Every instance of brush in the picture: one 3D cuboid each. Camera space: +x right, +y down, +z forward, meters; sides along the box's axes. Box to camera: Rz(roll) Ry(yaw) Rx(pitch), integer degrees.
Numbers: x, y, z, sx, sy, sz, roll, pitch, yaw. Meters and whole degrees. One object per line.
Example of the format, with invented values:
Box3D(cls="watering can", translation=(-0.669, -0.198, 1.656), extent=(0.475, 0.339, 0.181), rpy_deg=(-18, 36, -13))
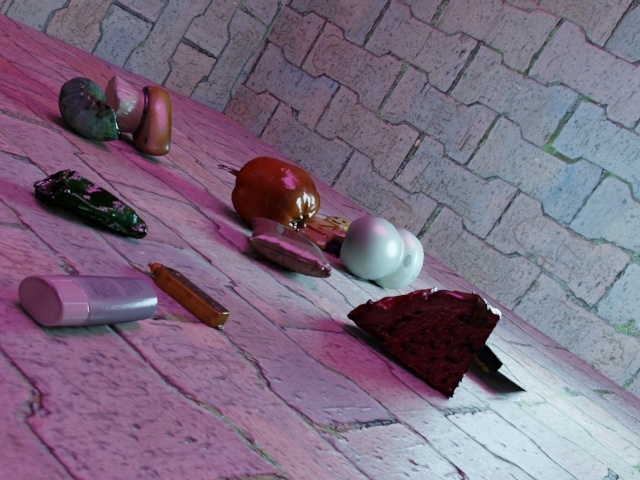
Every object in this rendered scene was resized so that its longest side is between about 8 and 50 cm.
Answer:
Box3D(cls="brush", translation=(-0.520, -0.341, 2.242), extent=(0.166, 0.174, 0.267), rpy_deg=(10, 36, -32))

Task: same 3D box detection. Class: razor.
Box3D(cls="razor", translation=(-0.002, 0.002, 2.443), extent=(0.154, 0.044, 0.028), rpy_deg=(34, 36, 27))

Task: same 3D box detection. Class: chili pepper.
Box3D(cls="chili pepper", translation=(-0.405, -0.059, 1.414), extent=(0.216, 0.062, 0.108), rpy_deg=(27, 17, -26))

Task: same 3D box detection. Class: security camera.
Box3D(cls="security camera", translation=(0.167, 0.031, 2.330), extent=(0.236, 0.194, 0.194), rpy_deg=(21, 14, -45))

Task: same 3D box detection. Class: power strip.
Box3D(cls="power strip", translation=(-0.224, 0.087, 1.319), extent=(0.178, 0.028, 0.049), rpy_deg=(34, 11, 21))

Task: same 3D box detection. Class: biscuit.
Box3D(cls="biscuit", translation=(0.013, -0.036, 2.437), extent=(0.153, 0.030, 0.234), rpy_deg=(32, 30, 27))

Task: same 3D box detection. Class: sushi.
Box3D(cls="sushi", translation=(0.430, 0.300, 2.118), extent=(0.292, 0.059, 0.294), rpy_deg=(51, 4, 27))

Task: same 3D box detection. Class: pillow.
Box3D(cls="pillow", translation=(-0.079, 0.020, 1.942), extent=(0.223, 0.084, 0.236), rpy_deg=(29, 6, -8))

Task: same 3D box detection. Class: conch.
Box3D(cls="conch", translation=(-0.600, -0.333, 2.037), extent=(0.176, 0.122, 0.188), rpy_deg=(50, 0, -32))

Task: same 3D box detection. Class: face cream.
Box3D(cls="face cream", translation=(-0.299, 0.079, 1.042), extent=(0.084, 0.057, 0.198), rpy_deg=(34, 12, 23))

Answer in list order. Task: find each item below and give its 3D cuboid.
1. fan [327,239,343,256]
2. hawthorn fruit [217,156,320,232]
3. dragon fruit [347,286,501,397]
Box3D(cls="fan", translation=(0.038, -0.009, 2.522), extent=(0.244, 0.074, 0.130), rpy_deg=(28, 20, 13))
Box3D(cls="hawthorn fruit", translation=(-0.150, -0.134, 2.145), extent=(0.299, 0.211, 0.211), rpy_deg=(34, 10, 7))
Box3D(cls="dragon fruit", translation=(0.221, 0.205, 1.723), extent=(0.330, 0.302, 0.240), rpy_deg=(19, 41, -8))
